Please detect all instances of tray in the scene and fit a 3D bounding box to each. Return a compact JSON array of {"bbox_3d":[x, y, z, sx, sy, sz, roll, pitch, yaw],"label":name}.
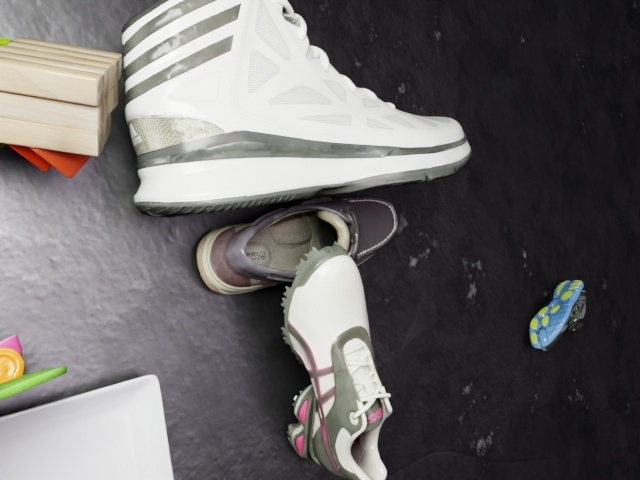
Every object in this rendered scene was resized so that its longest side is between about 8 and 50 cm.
[{"bbox_3d":[-0.257,0.215,0.460,0.271,0.030,0.145,-9,92,-39],"label":"tray"}]

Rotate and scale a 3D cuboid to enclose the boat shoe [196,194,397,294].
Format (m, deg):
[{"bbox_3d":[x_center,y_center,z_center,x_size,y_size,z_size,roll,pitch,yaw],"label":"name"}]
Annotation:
[{"bbox_3d":[0.000,0.000,0.649,0.285,0.092,0.102,-11,93,-39],"label":"boat shoe"}]

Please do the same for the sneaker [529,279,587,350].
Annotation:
[{"bbox_3d":[0.446,0.143,1.013,0.188,0.067,0.078,-36,102,-39],"label":"sneaker"}]

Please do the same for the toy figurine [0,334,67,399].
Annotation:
[{"bbox_3d":[-0.298,0.057,0.397,0.173,0.130,0.159,-20,87,-41],"label":"toy figurine"}]

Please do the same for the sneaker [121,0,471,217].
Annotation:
[{"bbox_3d":[0.004,-0.179,0.610,0.448,0.169,0.257,-12,97,-39],"label":"sneaker"}]

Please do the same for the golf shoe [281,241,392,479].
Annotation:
[{"bbox_3d":[0.031,0.136,0.600,0.105,0.120,0.272,-18,116,-35],"label":"golf shoe"}]

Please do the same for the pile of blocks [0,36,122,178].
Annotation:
[{"bbox_3d":[-0.326,-0.089,0.398,0.362,0.149,0.112,-6,121,-33],"label":"pile of blocks"}]
